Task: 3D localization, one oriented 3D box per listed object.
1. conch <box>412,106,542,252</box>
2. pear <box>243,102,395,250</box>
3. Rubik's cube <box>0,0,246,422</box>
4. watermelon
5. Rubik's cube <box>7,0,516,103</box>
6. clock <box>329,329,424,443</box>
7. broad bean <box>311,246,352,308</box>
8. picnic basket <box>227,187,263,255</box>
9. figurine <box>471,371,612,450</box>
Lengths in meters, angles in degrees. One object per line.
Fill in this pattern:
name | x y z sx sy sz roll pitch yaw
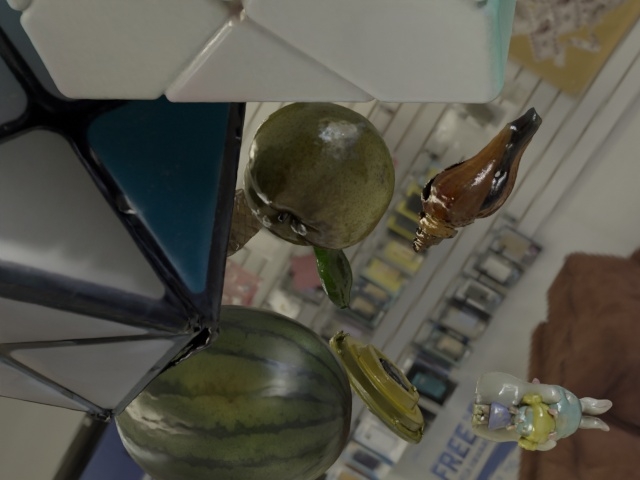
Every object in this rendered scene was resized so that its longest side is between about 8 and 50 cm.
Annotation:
conch | 0.204 -0.070 1.311 0.233 0.086 0.080 -33 20 19
pear | -0.005 -0.064 1.039 0.136 0.167 0.167 -60 1 -22
Rubik's cube | -0.250 -0.046 0.865 0.307 0.310 0.305 137 144 -57
watermelon | -0.134 0.228 1.411 0.279 0.360 0.278 7 -90 -80
Rubik's cube | -0.034 -0.300 0.622 0.321 0.319 0.315 70 -153 -52
clock | 0.109 0.243 1.720 0.057 0.237 0.237 -42 4 9
broad bean | 0.003 -0.003 1.565 0.046 0.254 0.065 1 31 49
picnic basket | -0.217 -0.021 2.013 0.178 0.128 0.138 -25 14 40
figurine | 0.388 0.302 1.748 0.155 0.236 0.127 33 -117 -75
